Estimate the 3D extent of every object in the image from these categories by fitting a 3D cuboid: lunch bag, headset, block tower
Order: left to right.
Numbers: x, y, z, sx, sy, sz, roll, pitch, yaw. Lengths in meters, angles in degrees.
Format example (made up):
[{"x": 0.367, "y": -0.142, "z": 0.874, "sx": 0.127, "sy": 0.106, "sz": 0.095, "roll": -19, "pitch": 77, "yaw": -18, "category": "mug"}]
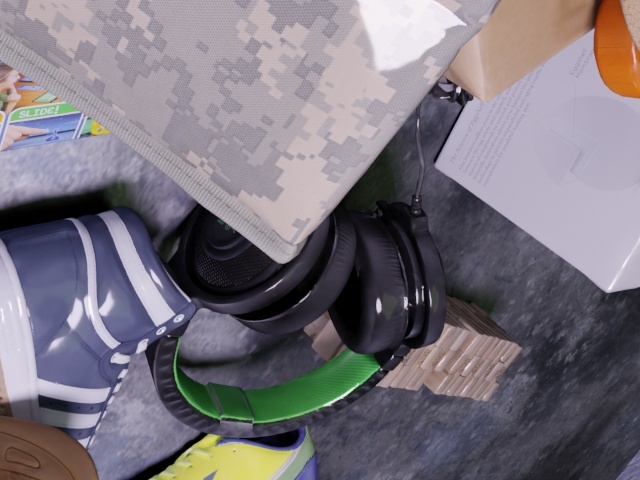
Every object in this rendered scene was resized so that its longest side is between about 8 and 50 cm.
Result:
[{"x": -0.050, "y": -0.174, "z": 0.384, "sx": 0.235, "sy": 0.287, "sz": 0.169, "roll": -52, "pitch": -175, "yaw": 36, "category": "lunch bag"}, {"x": 0.000, "y": 0.000, "z": 0.785, "sx": 0.243, "sy": 0.185, "sz": 0.394, "roll": 15, "pitch": 123, "yaw": -36, "category": "headset"}, {"x": 0.116, "y": 0.111, "z": 1.051, "sx": 0.097, "sy": 0.091, "sz": 0.335, "roll": -54, "pitch": 146, "yaw": 10, "category": "block tower"}]

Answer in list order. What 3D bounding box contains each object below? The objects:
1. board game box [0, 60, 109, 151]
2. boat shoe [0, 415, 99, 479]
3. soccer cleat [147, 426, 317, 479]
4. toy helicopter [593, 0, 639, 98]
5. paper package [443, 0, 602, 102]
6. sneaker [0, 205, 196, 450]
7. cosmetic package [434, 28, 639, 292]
[{"x": -0.145, "y": -0.113, "z": 0.550, "sx": 0.201, "sy": 0.035, "sz": 0.136, "roll": -16, "pitch": 156, "yaw": -39, "category": "board game box"}, {"x": -0.313, "y": 0.200, "z": 0.607, "sx": 0.341, "sy": 0.121, "sz": 0.110, "roll": -10, "pitch": 149, "yaw": -9, "category": "boat shoe"}, {"x": -0.127, "y": 0.249, "z": 0.948, "sx": 0.289, "sy": 0.093, "sz": 0.121, "roll": -8, "pitch": 99, "yaw": -38, "category": "soccer cleat"}, {"x": 0.263, "y": -0.254, "z": 0.515, "sx": 0.235, "sy": 0.140, "sz": 0.355, "roll": 44, "pitch": 74, "yaw": -39, "category": "toy helicopter"}, {"x": 0.125, "y": -0.305, "z": 0.547, "sx": 0.309, "sy": 0.168, "sz": 0.325, "roll": -35, "pitch": 136, "yaw": -19, "category": "paper package"}, {"x": -0.179, "y": 0.098, "z": 0.706, "sx": 0.153, "sy": 0.099, "sz": 0.282, "roll": -22, "pitch": 135, "yaw": -30, "category": "sneaker"}, {"x": 0.269, "y": -0.107, "z": 0.882, "sx": 0.138, "sy": 0.225, "sz": 0.224, "roll": -2, "pitch": 126, "yaw": -50, "category": "cosmetic package"}]
